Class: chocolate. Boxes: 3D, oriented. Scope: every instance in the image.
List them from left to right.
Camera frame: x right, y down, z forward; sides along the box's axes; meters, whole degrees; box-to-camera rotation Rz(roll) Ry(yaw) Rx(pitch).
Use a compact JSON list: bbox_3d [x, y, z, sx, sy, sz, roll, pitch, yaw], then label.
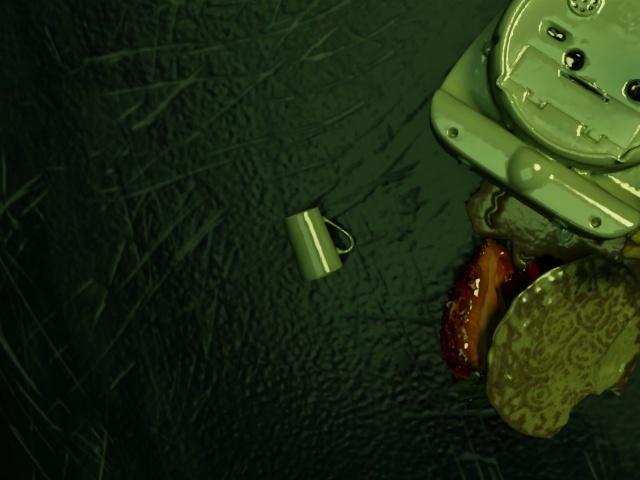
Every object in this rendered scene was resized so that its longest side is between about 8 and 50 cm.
[{"bbox_3d":[0.271,0.108,1.033,0.086,0.028,0.182,-27,109,-20],"label":"chocolate"}]

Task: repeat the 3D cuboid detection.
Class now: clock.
[{"bbox_3d":[0.294,-0.185,0.953,0.265,0.108,0.324,33,95,9],"label":"clock"}]

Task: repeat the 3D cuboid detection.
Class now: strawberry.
[{"bbox_3d":[0.185,0.105,1.037,0.085,0.140,0.192,0,123,49],"label":"strawberry"}]

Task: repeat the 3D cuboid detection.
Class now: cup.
[{"bbox_3d":[-0.002,0.001,1.082,0.075,0.054,0.083,-19,93,14],"label":"cup"}]

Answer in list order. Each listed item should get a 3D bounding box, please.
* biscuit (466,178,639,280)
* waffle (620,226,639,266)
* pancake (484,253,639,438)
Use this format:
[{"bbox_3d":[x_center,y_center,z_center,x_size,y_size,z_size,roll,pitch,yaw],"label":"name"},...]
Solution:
[{"bbox_3d":[0.303,-0.032,1.031,0.249,0.035,0.184,24,103,5],"label":"biscuit"},{"bbox_3d":[0.426,-0.101,0.897,0.069,0.260,0.292,30,119,43],"label":"waffle"},{"bbox_3d":[0.286,0.121,1.003,0.235,0.029,0.211,-18,113,-19],"label":"pancake"}]
